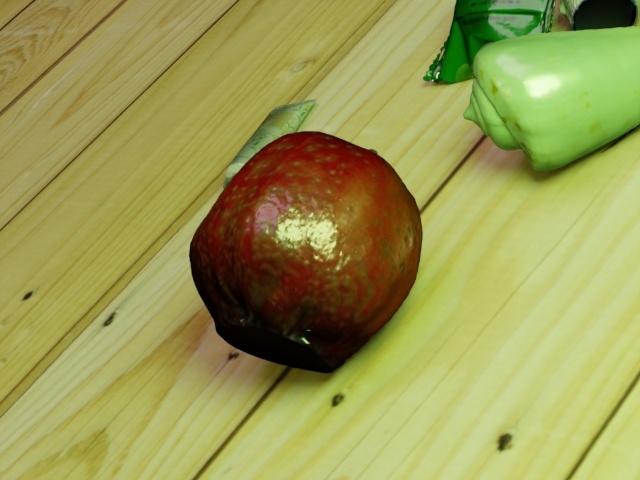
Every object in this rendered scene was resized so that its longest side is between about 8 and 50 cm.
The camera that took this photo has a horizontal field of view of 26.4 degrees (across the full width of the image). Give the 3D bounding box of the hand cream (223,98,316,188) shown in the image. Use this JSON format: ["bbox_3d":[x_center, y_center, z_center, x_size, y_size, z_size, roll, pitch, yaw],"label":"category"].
[{"bbox_3d":[-0.066,-0.118,1.655,0.067,0.042,0.194,-13,31,33],"label":"hand cream"}]

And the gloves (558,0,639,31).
[{"bbox_3d":[0.304,-0.297,1.512,0.119,0.097,0.229,-49,31,34],"label":"gloves"}]

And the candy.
[{"bbox_3d":[0.195,-0.251,1.524,0.203,0.078,0.141,-11,71,56],"label":"candy"}]

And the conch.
[{"bbox_3d":[0.260,-0.157,1.325,0.250,0.143,0.137,-24,70,-10],"label":"conch"}]

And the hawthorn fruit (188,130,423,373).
[{"bbox_3d":[0.000,0.000,1.263,0.215,0.215,0.250,-1,38,43],"label":"hawthorn fruit"}]
